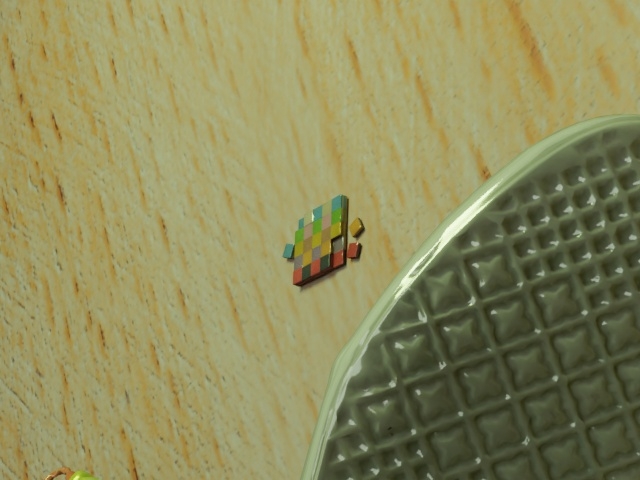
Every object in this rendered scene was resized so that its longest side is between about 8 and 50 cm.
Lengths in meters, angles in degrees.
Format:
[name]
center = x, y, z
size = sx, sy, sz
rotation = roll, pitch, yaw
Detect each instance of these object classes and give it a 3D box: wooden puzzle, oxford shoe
[wooden puzzle]
center = 0.000, 0.000, 1.101
size = 0.083, 0.006, 0.049
rotation = -28, 52, 46
[oxford shoe]
center = 0.061, 0.141, 0.826
size = 0.449, 0.169, 0.130
rotation = -64, -2, 6

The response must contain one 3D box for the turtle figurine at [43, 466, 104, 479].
[turtle figurine]
center = -0.145, 0.275, 1.091
size = 0.217, 0.087, 0.270
rotation = -14, 53, 43
